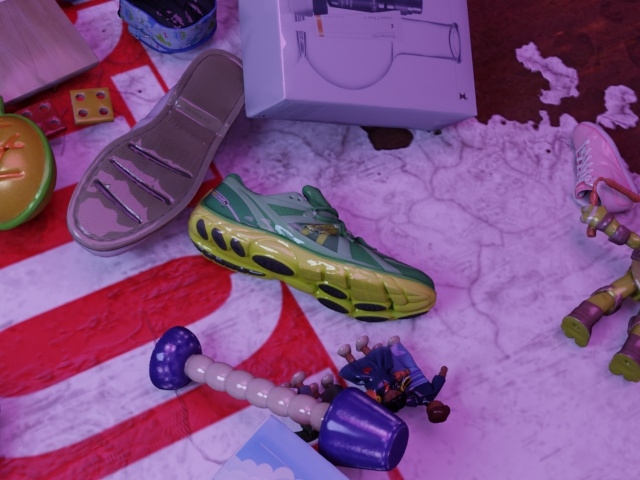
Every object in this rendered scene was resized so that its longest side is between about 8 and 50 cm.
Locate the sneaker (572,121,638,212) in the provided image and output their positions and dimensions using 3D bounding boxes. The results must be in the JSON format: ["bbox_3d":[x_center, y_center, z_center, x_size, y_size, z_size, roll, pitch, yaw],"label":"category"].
[{"bbox_3d":[0.349,-0.092,1.254,0.070,0.051,0.134,-15,68,-24],"label":"sneaker"}]

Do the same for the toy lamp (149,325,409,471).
[{"bbox_3d":[-0.044,0.158,0.961,0.274,0.080,0.080,14,55,28],"label":"toy lamp"}]

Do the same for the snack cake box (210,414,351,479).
[{"bbox_3d":[0.016,0.299,0.906,0.264,0.152,0.089,38,61,12],"label":"snack cake box"}]

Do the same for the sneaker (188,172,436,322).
[{"bbox_3d":[0.000,0.000,1.100,0.295,0.109,0.123,22,63,3],"label":"sneaker"}]

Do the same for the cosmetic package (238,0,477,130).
[{"bbox_3d":[0.041,-0.332,1.186,0.284,0.097,0.377,-1,83,-34],"label":"cosmetic package"}]

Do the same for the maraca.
[{"bbox_3d":[-0.364,-0.089,1.090,0.127,0.099,0.185,-48,60,3],"label":"maraca"}]

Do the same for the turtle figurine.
[{"bbox_3d":[0.400,0.059,1.152,0.269,0.087,0.217,42,68,0],"label":"turtle figurine"}]

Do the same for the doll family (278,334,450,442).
[{"bbox_3d":[0.053,0.169,1.026,0.193,0.076,0.111,-32,50,-14],"label":"doll family"}]

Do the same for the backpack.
[{"bbox_3d":[-0.191,-0.292,1.247,0.114,0.084,0.105,38,61,17],"label":"backpack"}]

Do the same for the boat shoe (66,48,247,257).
[{"bbox_3d":[-0.182,-0.088,1.121,0.113,0.103,0.302,38,59,-3],"label":"boat shoe"}]

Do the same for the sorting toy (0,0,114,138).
[{"bbox_3d":[-0.359,-0.224,1.195,0.132,0.046,0.274,-32,74,-25],"label":"sorting toy"}]
